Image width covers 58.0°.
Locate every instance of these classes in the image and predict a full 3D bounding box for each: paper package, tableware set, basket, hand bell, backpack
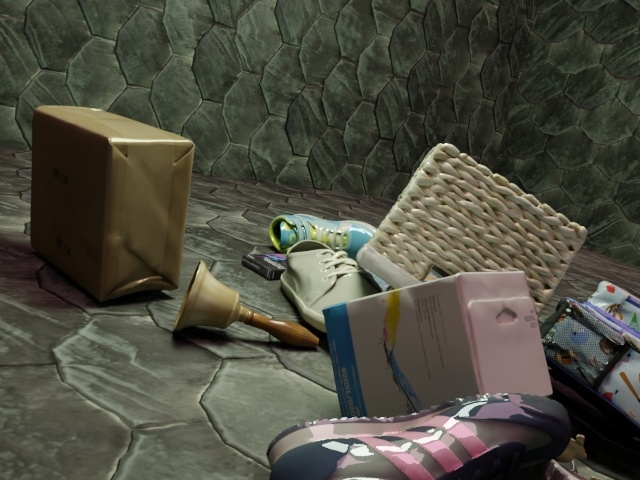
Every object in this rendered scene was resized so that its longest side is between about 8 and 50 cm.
[{"bbox_3d":[-0.413,-0.080,1.112,0.325,0.309,0.168,22,20,39],"label":"paper package"},{"bbox_3d":[0.252,0.261,0.701,0.168,0.141,0.020,4,50,32],"label":"tableware set"},{"bbox_3d":[0.271,0.021,1.123,0.328,0.266,0.331,33,0,5],"label":"basket"},{"bbox_3d":[-0.114,0.134,0.991,0.242,0.126,0.126,21,11,-12],"label":"hand bell"},{"bbox_3d":[0.482,0.207,0.904,0.263,0.213,0.276,48,15,34],"label":"backpack"}]

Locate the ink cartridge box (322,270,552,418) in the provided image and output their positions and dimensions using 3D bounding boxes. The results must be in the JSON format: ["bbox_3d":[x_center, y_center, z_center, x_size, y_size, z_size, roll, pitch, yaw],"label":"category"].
[{"bbox_3d":[0.153,0.145,0.781,0.171,0.168,0.232,1,-15,-44],"label":"ink cartridge box"}]

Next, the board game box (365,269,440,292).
[{"bbox_3d":[0.224,0.106,1.483,0.194,0.060,0.194,6,13,-28],"label":"board game box"}]

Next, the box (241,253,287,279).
[{"bbox_3d":[-0.098,0.063,1.433,0.162,0.029,0.116,-2,19,-44],"label":"box"}]

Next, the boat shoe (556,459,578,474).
[{"bbox_3d":[0.314,0.272,0.828,0.075,0.065,0.206,12,13,0],"label":"boat shoe"}]

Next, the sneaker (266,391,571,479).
[{"bbox_3d":[0.109,0.242,0.573,0.319,0.112,0.131,-10,36,-1],"label":"sneaker"}]

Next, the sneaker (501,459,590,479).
[{"bbox_3d":[0.277,0.310,0.634,0.281,0.105,0.115,15,-23,32],"label":"sneaker"}]

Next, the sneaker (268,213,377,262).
[{"bbox_3d":[0.000,0.000,1.596,0.319,0.127,0.208,8,7,27],"label":"sneaker"}]

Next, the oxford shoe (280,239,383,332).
[{"bbox_3d":[0.032,0.090,1.149,0.169,0.130,0.449,6,10,-23],"label":"oxford shoe"}]
